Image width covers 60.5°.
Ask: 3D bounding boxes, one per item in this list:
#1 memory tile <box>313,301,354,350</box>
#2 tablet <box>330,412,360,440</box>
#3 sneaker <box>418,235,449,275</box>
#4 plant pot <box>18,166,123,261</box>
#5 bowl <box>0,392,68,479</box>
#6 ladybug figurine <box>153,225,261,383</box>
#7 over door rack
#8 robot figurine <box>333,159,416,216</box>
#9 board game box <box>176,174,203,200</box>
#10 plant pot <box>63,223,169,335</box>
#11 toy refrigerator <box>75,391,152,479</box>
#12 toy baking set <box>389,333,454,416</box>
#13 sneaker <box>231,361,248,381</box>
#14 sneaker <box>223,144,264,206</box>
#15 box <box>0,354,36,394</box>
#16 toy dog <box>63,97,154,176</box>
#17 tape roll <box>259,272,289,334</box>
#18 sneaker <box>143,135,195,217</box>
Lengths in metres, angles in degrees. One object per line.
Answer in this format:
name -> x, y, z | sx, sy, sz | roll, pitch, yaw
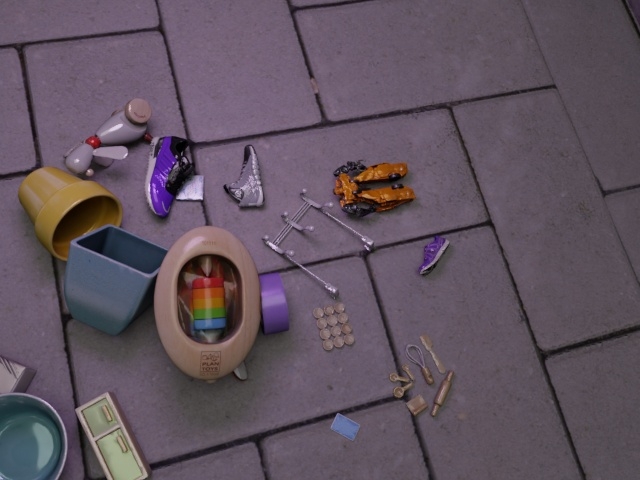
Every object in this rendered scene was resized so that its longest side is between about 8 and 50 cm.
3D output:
memory tile -> 0.045, 0.285, 1.828 | 0.113, 0.012, 0.148 | -14, 75, -13
tablet -> 0.079, 0.593, 1.744 | 0.083, 0.006, 0.054 | 28, 72, 1
sneaker -> 0.388, 0.053, 1.935 | 0.071, 0.068, 0.170 | 31, 62, 17
plant pot -> -0.794, -0.100, 1.707 | 0.239, 0.254, 0.254 | 35, 71, 20
bowl -> -0.843, 0.584, 1.522 | 0.312, 0.163, 0.311 | 2, 73, -7
ladybug figurine -> -0.331, 0.186, 1.604 | 0.305, 0.162, 0.449 | 3, 82, -19
over door rack -> 0.000, 0.000, 1.858 | 0.324, 0.108, 0.239 | 38, 72, 3
robot figurine -> 0.183, -0.186, 1.953 | 0.291, 0.085, 0.211 | -8, 75, -12
board game box -> -0.448, -0.180, 1.887 | 0.090, 0.020, 0.090 | 1, 73, -7
plant pot -> -0.613, 0.132, 1.648 | 0.248, 0.247, 0.252 | 24, 105, -1
toy refrigerator -> -0.600, 0.586, 1.595 | 0.102, 0.094, 0.269 | -27, 79, -15
toy baking set -> 0.343, 0.448, 1.816 | 0.197, 0.030, 0.256 | 34, 71, 2
sneaker -> -0.255, 0.309, 1.734 | 0.121, 0.099, 0.262 | -14, 77, -17
sneaker -> -0.274, -0.221, 1.894 | 0.132, 0.086, 0.228 | -10, 76, -9
box -> -0.989, 0.362, 1.594 | 0.275, 0.113, 0.094 | 24, 70, -3
toy dog -> -0.675, -0.318, 1.824 | 0.333, 0.220, 0.161 | -45, 116, -11
tape roll -> -0.157, 0.199, 1.730 | 0.080, 0.189, 0.188 | -10, 75, -11
sneaker -> -0.494, -0.221, 1.830 | 0.146, 0.102, 0.293 | -4, 74, 9
